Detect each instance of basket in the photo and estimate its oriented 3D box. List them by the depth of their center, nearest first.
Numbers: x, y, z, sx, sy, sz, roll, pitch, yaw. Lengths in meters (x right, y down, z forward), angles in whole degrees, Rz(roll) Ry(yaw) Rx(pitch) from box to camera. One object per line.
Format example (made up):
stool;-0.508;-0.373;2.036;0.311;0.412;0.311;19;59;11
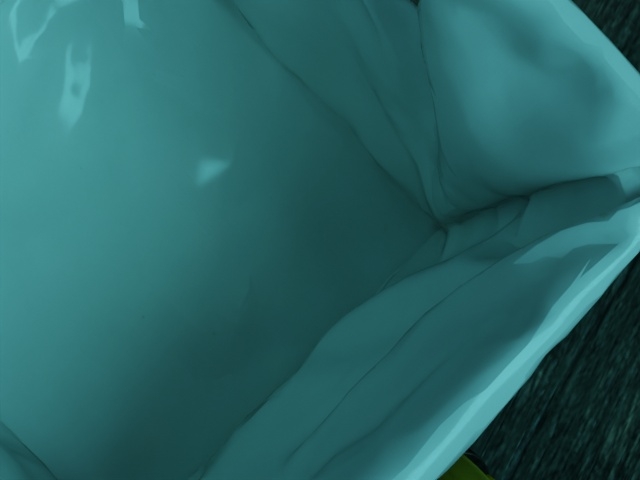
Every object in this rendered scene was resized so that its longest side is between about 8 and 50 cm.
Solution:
basket;-0.090;-0.023;0.572;0.331;0.266;0.328;-45;92;-7

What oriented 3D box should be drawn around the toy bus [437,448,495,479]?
toy bus;0.093;0.284;0.988;0.211;0.149;0.220;-44;127;-8
